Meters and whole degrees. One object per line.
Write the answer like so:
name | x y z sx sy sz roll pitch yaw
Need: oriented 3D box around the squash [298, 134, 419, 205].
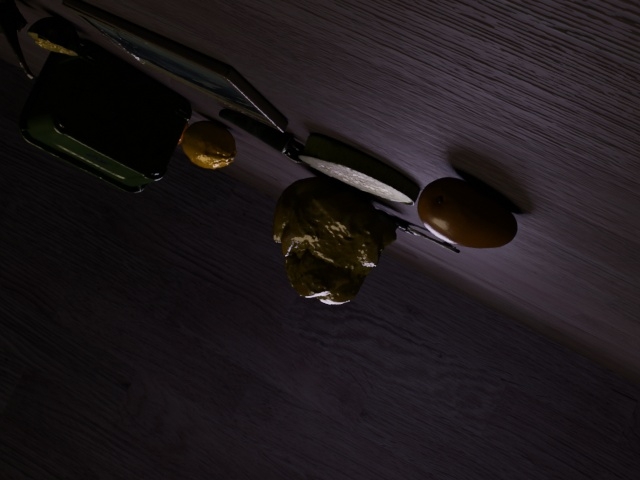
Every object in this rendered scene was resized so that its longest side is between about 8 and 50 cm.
squash | 0.071 -0.119 1.468 0.219 0.041 0.219 23 178 1

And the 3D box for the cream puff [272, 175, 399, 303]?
cream puff | -0.002 -0.003 1.993 0.274 0.270 0.323 38 170 -16

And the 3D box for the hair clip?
hair clip | -0.124 -0.218 1.649 0.229 0.039 0.070 32 180 33

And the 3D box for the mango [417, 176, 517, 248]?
mango | 0.207 -0.029 1.170 0.184 0.085 0.102 22 -177 -41

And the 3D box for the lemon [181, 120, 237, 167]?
lemon | -0.265 -0.228 2.045 0.155 0.114 0.114 27 178 32

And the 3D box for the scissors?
scissors | 0.222 -0.023 2.020 0.109 0.022 0.300 29 178 -42

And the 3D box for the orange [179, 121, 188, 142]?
orange | -0.396 -0.293 2.141 0.135 0.117 0.135 23 -177 -1

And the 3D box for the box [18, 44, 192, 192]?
box | -0.458 -0.273 1.881 0.329 0.252 0.178 28 165 -35

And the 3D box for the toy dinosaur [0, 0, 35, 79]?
toy dinosaur | -0.586 -0.417 1.670 0.179 0.087 0.187 39 -164 -11

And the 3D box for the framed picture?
framed picture | -0.232 -0.287 1.396 0.335 0.022 0.247 27 178 22

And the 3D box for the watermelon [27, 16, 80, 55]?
watermelon | -0.518 -0.404 1.674 0.105 0.062 0.105 19 177 1
